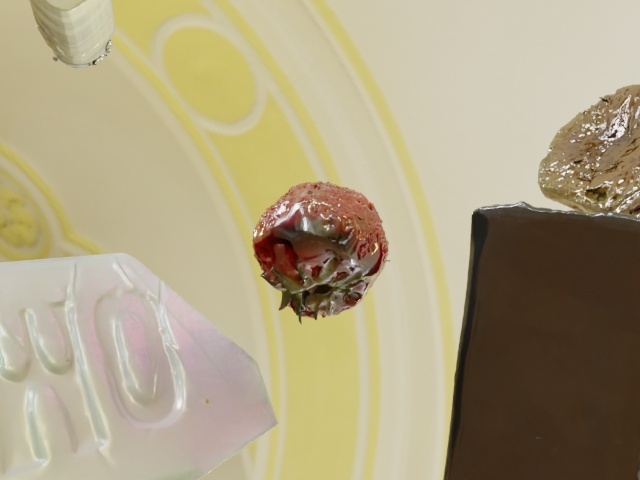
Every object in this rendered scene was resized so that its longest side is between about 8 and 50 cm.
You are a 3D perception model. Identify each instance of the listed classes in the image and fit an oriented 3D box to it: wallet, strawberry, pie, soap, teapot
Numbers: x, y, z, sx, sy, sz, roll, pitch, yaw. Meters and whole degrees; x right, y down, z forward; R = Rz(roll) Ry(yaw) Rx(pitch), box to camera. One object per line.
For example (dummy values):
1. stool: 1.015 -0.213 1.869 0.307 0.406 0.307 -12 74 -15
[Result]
1. wallet: 0.168 0.115 0.757 0.146 0.030 0.286 8 -79 20
2. strawberry: 0.001 0.000 0.744 0.106 0.106 0.106 20 -44 21
3. pie: 0.333 -0.101 1.147 0.195 0.195 0.046 -11 -46 42
4. soap: -0.216 0.125 0.749 0.115 0.346 0.208 -47 -124 48
5. teapot: -0.275 -0.255 1.095 0.107 0.077 0.200 41 -13 0
